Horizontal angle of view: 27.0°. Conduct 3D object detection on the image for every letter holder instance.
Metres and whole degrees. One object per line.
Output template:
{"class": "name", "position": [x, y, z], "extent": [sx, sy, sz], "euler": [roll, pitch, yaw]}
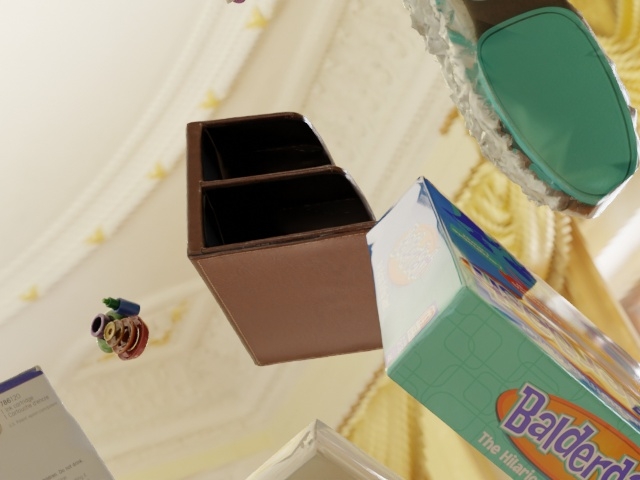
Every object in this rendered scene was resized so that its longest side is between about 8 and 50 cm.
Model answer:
{"class": "letter holder", "position": [0.000, 0.000, 1.403], "extent": [0.214, 0.152, 0.302], "euler": [-7, -27, 8]}

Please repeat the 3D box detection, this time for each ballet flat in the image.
{"class": "ballet flat", "position": [0.155, -0.184, 1.206], "extent": [0.147, 0.409, 0.147], "euler": [-23, -19, -8]}

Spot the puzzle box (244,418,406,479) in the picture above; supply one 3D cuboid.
{"class": "puzzle box", "position": [-0.040, 0.373, 1.319], "extent": [0.272, 0.052, 0.409], "euler": [37, -64, -22]}

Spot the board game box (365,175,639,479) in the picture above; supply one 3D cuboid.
{"class": "board game box", "position": [0.096, 0.057, 0.579], "extent": [0.047, 0.160, 0.210], "euler": [-48, 10, 11]}

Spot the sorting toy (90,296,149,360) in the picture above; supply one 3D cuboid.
{"class": "sorting toy", "position": [-0.218, 0.089, 1.397], "extent": [0.042, 0.061, 0.102], "euler": [23, -7, -36]}

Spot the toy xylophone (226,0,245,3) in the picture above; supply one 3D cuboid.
{"class": "toy xylophone", "position": [-0.124, -0.461, 1.625], "extent": [0.081, 0.323, 0.236], "euler": [-11, 27, 32]}

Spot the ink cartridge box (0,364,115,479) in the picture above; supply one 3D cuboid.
{"class": "ink cartridge box", "position": [-0.177, 0.260, 0.899], "extent": [0.165, 0.333, 0.065], "euler": [-25, -17, -35]}
